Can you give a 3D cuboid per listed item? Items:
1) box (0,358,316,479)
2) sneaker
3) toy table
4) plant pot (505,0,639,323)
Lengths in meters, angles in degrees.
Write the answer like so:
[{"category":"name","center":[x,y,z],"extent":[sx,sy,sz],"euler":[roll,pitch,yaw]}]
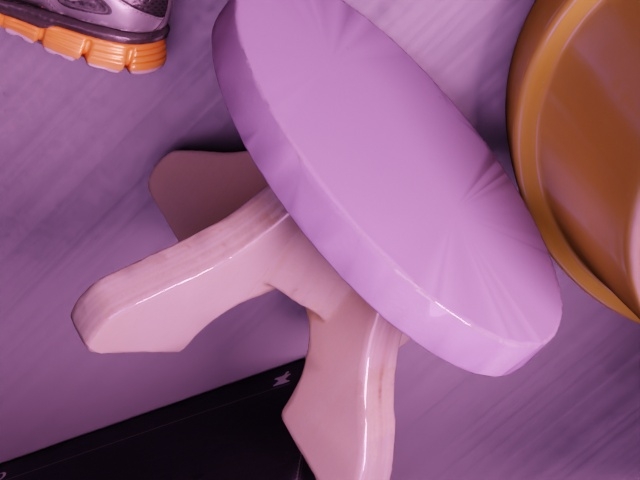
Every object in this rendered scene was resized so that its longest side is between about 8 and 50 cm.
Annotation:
[{"category":"box","center":[-0.132,0.259,0.867],"extent":[0.343,0.312,0.178],"euler":[-20,109,12]},{"category":"sneaker","center":[-0.184,-0.166,0.832],"extent":[0.215,0.084,0.083],"euler":[16,109,-12]},{"category":"toy table","center":[0.000,0.000,0.810],"extent":[0.252,0.274,0.161],"euler":[14,128,-37]},{"category":"plant pot","center":[0.228,-0.042,0.762],"extent":[0.254,0.239,0.254],"euler":[2,112,4]}]
